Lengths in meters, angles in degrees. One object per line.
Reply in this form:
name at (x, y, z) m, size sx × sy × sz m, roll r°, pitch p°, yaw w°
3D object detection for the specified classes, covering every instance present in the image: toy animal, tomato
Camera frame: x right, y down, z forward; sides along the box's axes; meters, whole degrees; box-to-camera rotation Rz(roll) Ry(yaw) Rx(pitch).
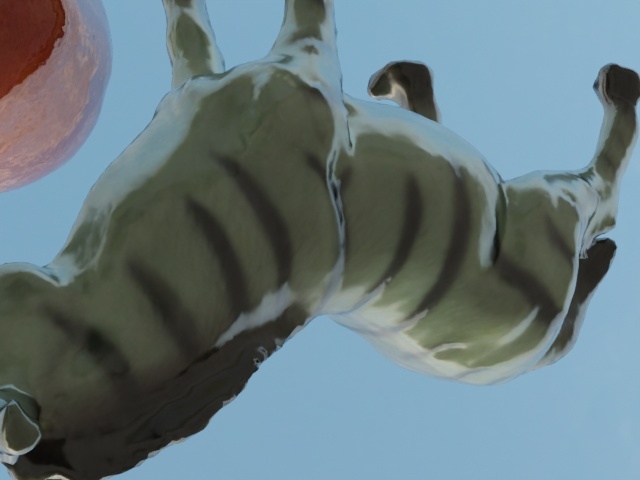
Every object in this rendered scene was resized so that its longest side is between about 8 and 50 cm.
toy animal at (0.003, -0.002, 0.415) m, size 0.217 × 0.073 × 0.176 m, roll 20°, pitch -122°, yaw -32°
tomato at (-0.249, -0.156, 1.101) m, size 0.180 × 0.260 × 0.260 m, roll -26°, pitch -82°, yaw 4°
